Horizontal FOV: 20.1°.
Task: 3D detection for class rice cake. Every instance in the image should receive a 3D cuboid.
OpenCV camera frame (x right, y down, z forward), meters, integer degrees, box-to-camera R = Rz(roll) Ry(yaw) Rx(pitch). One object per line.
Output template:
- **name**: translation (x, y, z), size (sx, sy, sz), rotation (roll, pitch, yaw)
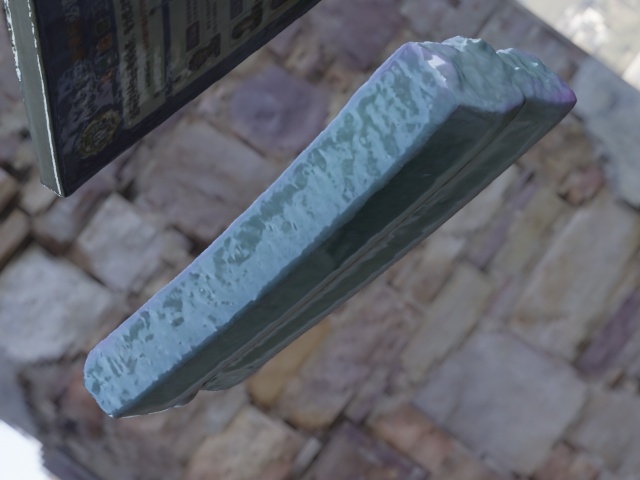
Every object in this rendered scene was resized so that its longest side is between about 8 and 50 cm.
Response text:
- **rice cake**: translation (0.000, -0.001, 0.653), size (0.080, 0.042, 0.222), rotation (-9, -25, -45)

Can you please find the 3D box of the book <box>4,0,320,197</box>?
- **book**: translation (-0.069, -0.245, 1.418), size (0.428, 0.039, 0.300), rotation (-40, -25, -26)
